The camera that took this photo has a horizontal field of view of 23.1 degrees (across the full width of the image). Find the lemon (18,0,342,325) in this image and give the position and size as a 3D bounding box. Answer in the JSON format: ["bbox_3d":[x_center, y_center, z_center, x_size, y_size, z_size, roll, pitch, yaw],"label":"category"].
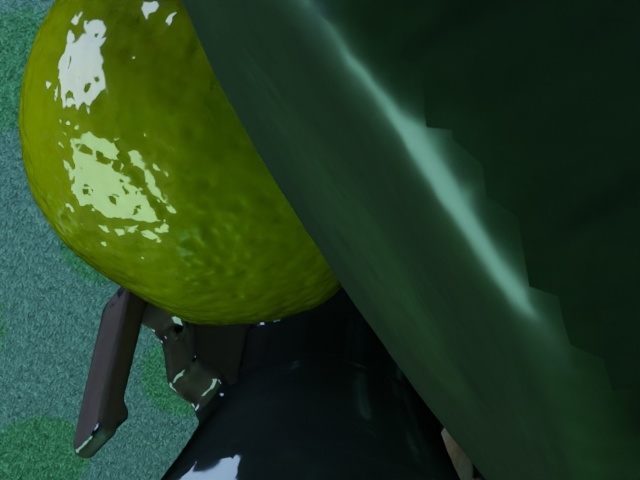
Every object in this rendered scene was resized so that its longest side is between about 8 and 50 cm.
[{"bbox_3d":[-0.075,-0.089,1.199,0.336,0.336,0.336,58,173,11],"label":"lemon"}]

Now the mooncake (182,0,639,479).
[{"bbox_3d":[0.101,-0.040,0.641,0.356,0.194,0.356,54,173,9],"label":"mooncake"}]

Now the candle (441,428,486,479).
[{"bbox_3d":[0.134,0.291,1.511,0.131,0.287,0.317,20,158,-17],"label":"candle"}]

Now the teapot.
[{"bbox_3d":[-0.033,0.197,1.297,0.376,0.305,0.361,36,-153,-18],"label":"teapot"}]
